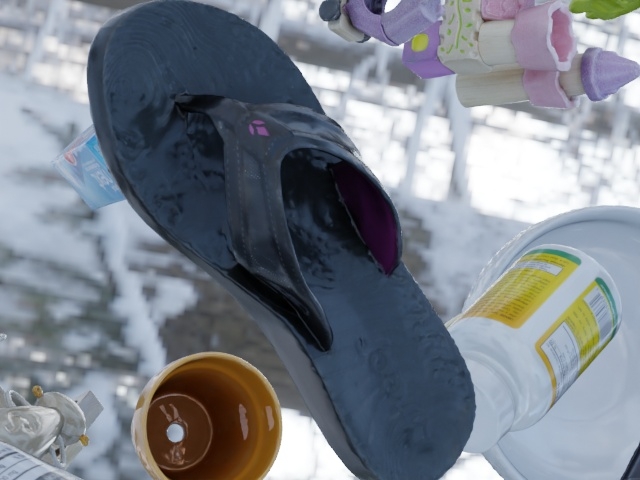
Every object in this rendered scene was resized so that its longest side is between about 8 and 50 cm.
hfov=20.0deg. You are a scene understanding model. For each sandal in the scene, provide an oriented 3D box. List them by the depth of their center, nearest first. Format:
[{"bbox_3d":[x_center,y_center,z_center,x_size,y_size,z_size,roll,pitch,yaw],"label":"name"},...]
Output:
[{"bbox_3d":[0.002,-0.001,1.322,0.107,0.446,0.167,-2,-138,51],"label":"sandal"}]

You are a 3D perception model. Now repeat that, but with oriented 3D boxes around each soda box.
[{"bbox_3d":[-0.211,-0.083,1.836,0.067,0.071,0.210,-44,-170,-15],"label":"soda box"}]

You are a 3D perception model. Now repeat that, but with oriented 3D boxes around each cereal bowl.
[{"bbox_3d":[0.292,0.133,1.943,0.141,0.339,0.339,166,-67,-73],"label":"cereal bowl"}]

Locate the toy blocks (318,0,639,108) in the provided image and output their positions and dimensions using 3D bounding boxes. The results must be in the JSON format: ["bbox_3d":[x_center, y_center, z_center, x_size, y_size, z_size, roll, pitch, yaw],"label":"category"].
[{"bbox_3d":[0.197,-0.289,1.686,0.260,0.309,0.288,-3,-105,33],"label":"toy blocks"}]

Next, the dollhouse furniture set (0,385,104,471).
[{"bbox_3d":[-0.311,0.173,1.811,0.144,0.123,0.151,-30,-167,28],"label":"dollhouse furniture set"}]

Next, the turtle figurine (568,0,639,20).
[{"bbox_3d":[0.206,-0.276,1.321,0.269,0.087,0.217,39,52,-58],"label":"turtle figurine"}]

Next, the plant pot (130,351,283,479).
[{"bbox_3d":[-0.180,0.266,2.571,0.188,0.205,0.205,161,-63,-67],"label":"plant pot"}]

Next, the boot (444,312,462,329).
[{"bbox_3d":[0.254,0.173,2.559,0.095,0.262,0.203,66,24,-21],"label":"boot"}]

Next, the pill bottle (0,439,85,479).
[{"bbox_3d":[-0.224,0.254,1.265,0.210,0.363,0.210,-57,161,-32],"label":"pill bottle"}]

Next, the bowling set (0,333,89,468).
[{"bbox_3d":[-0.354,0.122,1.476,0.200,0.287,0.154,-42,173,16],"label":"bowling set"}]

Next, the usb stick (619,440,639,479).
[{"bbox_3d":[0.336,0.172,1.640,0.278,0.077,0.045,-46,160,-54],"label":"usb stick"}]

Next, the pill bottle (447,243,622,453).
[{"bbox_3d":[0.178,0.100,1.653,0.208,0.117,0.117,-41,166,-42],"label":"pill bottle"}]
